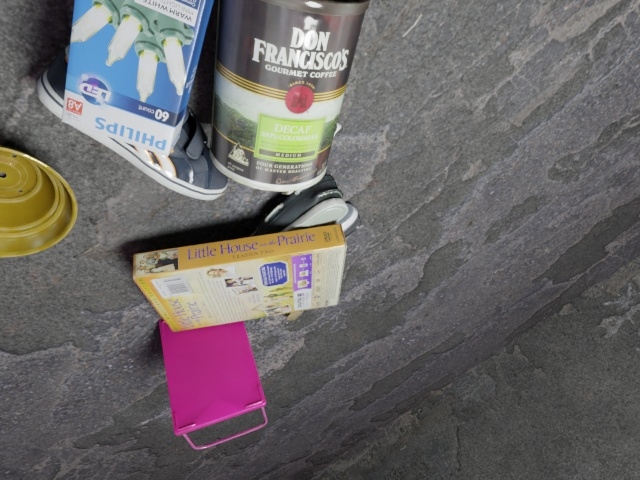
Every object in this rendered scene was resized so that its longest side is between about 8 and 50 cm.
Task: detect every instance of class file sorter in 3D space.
[{"bbox_3d":[-0.266,0.339,1.113,0.202,0.291,0.182,-15,142,-13],"label":"file sorter"}]

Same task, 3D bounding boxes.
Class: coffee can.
[{"bbox_3d":[-0.059,-0.243,0.661,0.201,0.202,0.275,-6,135,-23],"label":"coffee can"}]

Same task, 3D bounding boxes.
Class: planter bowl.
[{"bbox_3d":[-0.503,-0.080,0.689,0.217,0.090,0.217,-15,139,-13],"label":"planter bowl"}]

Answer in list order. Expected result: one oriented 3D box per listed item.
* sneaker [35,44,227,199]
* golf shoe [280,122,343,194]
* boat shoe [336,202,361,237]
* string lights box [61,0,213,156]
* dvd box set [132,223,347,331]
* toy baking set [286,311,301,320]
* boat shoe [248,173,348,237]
[{"bbox_3d":[-0.249,-0.180,0.691,0.127,0.126,0.321,-37,138,21],"label":"sneaker"},{"bbox_3d":[-0.022,-0.162,0.875,0.085,0.068,0.186,9,129,-36],"label":"golf shoe"},{"bbox_3d":[0.000,0.000,1.060,0.228,0.080,0.076,-38,138,2],"label":"boat shoe"},{"bbox_3d":[-0.210,-0.248,0.521,0.133,0.077,0.260,17,120,-15],"label":"string lights box"},{"bbox_3d":[-0.160,0.096,0.994,0.420,0.062,0.308,-9,149,-6],"label":"dvd box set"},{"bbox_3d":[-0.085,0.129,1.187,0.196,0.030,0.256,-30,140,8],"label":"toy baking set"},{"bbox_3d":[-0.074,-0.034,0.968,0.302,0.091,0.114,-29,153,22],"label":"boat shoe"}]
